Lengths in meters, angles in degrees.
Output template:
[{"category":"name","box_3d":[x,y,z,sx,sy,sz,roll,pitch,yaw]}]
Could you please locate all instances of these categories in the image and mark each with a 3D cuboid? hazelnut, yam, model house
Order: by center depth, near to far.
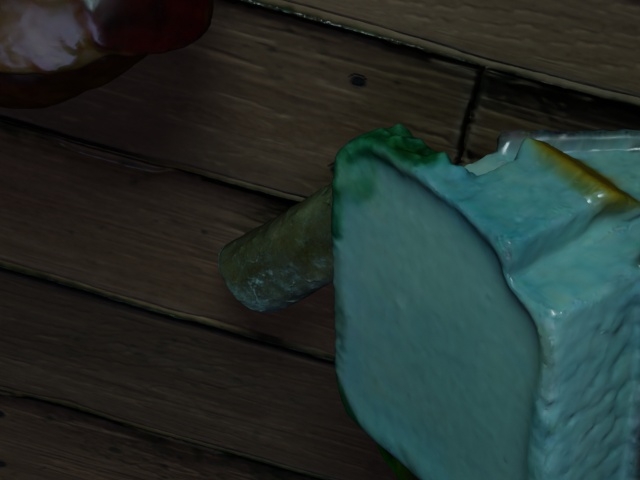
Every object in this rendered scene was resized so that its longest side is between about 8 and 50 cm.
[{"category":"hazelnut","box_3d":[-0.167,-0.155,1.045,0.202,0.170,0.160,19,144,14]},{"category":"model house","box_3d":[0.172,0.031,1.157,0.230,0.249,0.280,38,142,38]},{"category":"yam","box_3d":[0.000,0.000,1.255,0.068,0.068,0.169,38,138,-24]}]

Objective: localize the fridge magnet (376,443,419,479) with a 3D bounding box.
[{"category":"fridge magnet","box_3d":[0.145,0.176,1.392,0.208,0.088,0.208,10,141,8]}]
